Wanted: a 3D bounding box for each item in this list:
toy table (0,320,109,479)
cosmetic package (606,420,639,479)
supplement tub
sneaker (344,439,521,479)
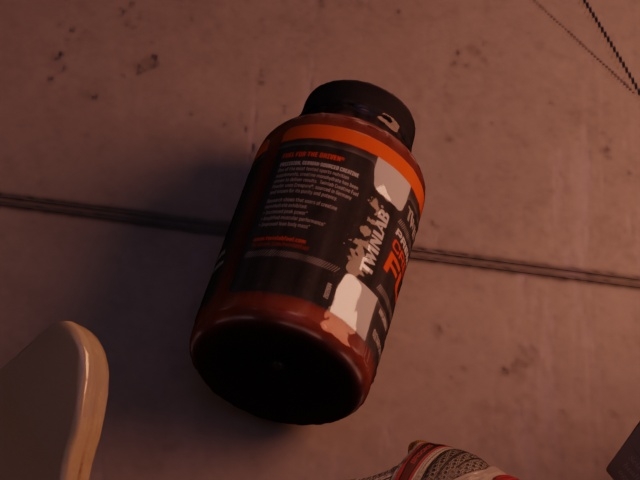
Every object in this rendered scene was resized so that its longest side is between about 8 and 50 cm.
[{"bbox_3d":[-0.167,0.177,0.843,0.274,0.252,0.161,-36,66,-6],"label":"toy table"},{"bbox_3d":[0.283,0.107,1.007,0.238,0.107,0.127,-15,55,-38],"label":"cosmetic package"},{"bbox_3d":[0.000,0.000,1.073,0.106,0.106,0.198,16,54,2],"label":"supplement tub"},{"bbox_3d":[0.005,0.183,0.967,0.225,0.088,0.092,-30,37,-23],"label":"sneaker"}]
